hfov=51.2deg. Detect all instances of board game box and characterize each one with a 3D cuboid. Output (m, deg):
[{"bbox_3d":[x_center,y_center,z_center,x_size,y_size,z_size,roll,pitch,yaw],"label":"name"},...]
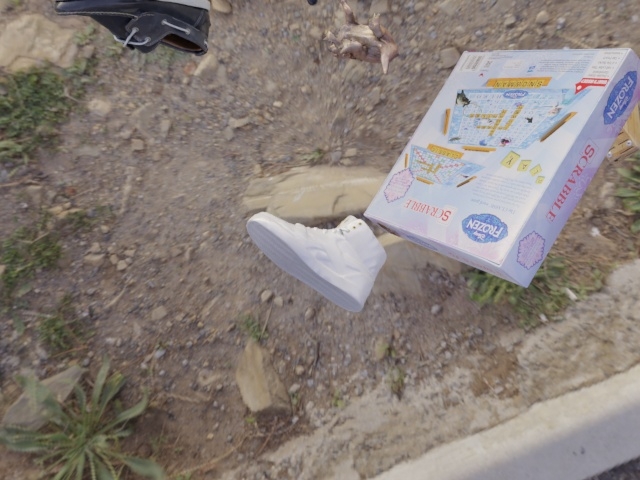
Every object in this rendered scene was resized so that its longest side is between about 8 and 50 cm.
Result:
[{"bbox_3d":[0.244,-0.123,0.952,0.066,0.319,0.318,34,87,-31],"label":"board game box"}]

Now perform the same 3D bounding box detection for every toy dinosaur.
[{"bbox_3d":[0.117,-0.468,1.593,0.127,0.200,0.296,-54,50,10],"label":"toy dinosaur"}]

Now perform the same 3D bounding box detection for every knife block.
[{"bbox_3d":[0.795,-0.373,1.797,0.242,0.088,0.275,-31,86,-34],"label":"knife block"}]

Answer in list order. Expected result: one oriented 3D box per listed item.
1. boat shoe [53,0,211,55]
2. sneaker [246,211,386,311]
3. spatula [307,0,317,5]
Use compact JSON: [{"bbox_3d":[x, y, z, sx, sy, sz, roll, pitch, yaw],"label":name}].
[{"bbox_3d":[-0.234,-0.284,0.866,0.084,0.233,0.079,13,106,35],"label":"boat shoe"},{"bbox_3d":[0.000,0.000,1.391,0.292,0.108,0.169,37,62,-9],"label":"sneaker"},{"bbox_3d":[-0.037,-0.695,1.553,0.084,0.030,0.296,-22,130,-16],"label":"spatula"}]
